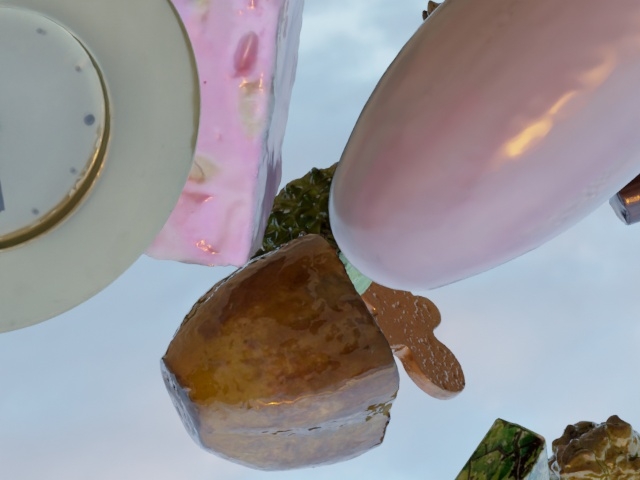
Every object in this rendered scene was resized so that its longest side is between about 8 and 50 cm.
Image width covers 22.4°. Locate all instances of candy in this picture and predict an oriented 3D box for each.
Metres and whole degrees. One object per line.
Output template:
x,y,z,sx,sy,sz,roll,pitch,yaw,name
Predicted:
-0.083,-0.124,1.296,0.116,0.265,0.155,10,-150,1,candy

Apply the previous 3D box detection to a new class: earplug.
0.124,-0.091,0.839,0.301,0.172,0.172,-43,-156,7,earplug

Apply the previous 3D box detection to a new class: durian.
0.002,0.004,1.580,0.375,0.132,0.106,-46,-120,17,durian

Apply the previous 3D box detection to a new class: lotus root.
-0.050,0.117,1.415,0.180,0.199,0.188,-22,-120,-22,lotus root

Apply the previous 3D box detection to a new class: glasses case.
0.186,0.296,1.577,0.062,0.272,0.095,20,-126,29,glasses case

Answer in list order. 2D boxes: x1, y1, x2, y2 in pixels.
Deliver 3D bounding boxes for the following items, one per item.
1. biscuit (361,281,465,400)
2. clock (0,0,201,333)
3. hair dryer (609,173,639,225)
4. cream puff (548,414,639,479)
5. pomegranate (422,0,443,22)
0.086,0.094,1.979,0.036,0.250,0.165,-43,170,32,biscuit
-0.174,-0.060,0.833,0.235,0.235,0.029,-24,-148,-17,clock
0.473,-0.011,1.526,0.313,0.123,0.340,-25,-124,1,hair dryer
0.318,0.255,1.859,0.146,0.116,0.146,-18,-145,13,cream puff
0.129,-0.141,1.362,0.115,0.142,0.114,-25,172,-4,pomegranate
